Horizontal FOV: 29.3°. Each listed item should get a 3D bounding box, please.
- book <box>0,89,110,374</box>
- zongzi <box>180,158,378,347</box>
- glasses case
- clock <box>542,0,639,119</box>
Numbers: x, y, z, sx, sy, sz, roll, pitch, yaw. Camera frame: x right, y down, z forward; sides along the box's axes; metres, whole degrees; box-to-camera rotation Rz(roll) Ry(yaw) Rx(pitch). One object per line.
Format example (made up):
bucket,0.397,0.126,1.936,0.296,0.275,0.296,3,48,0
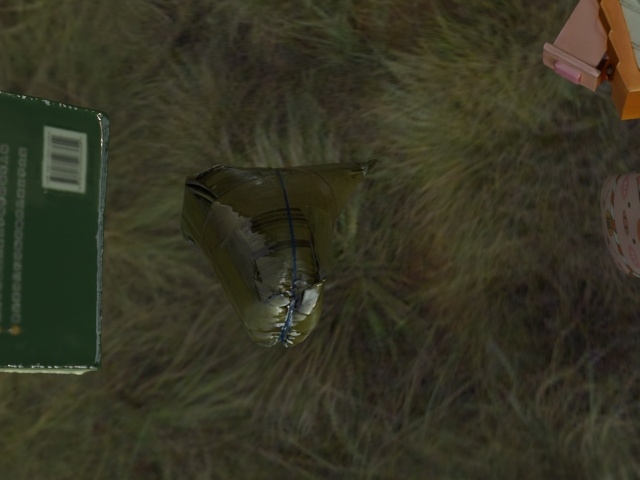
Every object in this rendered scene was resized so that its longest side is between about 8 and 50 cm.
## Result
book,-0.341,-0.015,1.057,0.043,0.371,0.260,-5,81,41
zongzi,0.000,0.000,1.468,0.260,0.289,0.123,53,141,40
glasses case,0.309,-0.017,1.106,0.067,0.267,0.103,-11,90,-2
clock,0.292,-0.203,0.885,0.220,0.106,0.255,31,89,14
